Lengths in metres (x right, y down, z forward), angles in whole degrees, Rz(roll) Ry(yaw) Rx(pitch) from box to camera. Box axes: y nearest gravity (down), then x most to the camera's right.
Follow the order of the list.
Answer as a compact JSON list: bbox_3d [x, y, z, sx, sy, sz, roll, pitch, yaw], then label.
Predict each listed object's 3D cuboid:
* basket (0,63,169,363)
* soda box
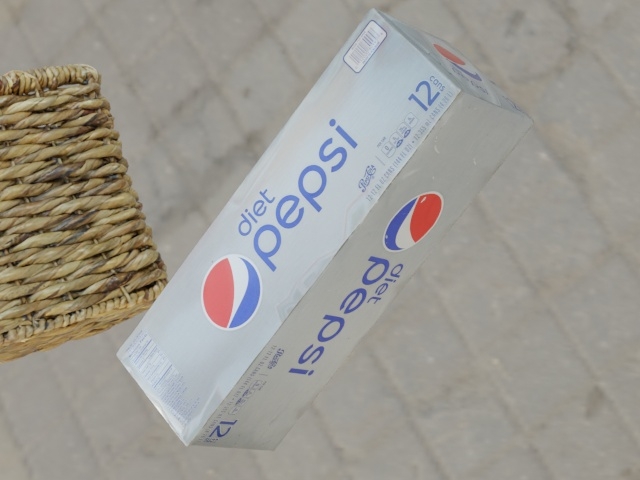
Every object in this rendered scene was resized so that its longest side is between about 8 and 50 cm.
[{"bbox_3d":[-0.314,0.001,1.464,0.213,0.299,0.223,-26,84,54],"label":"basket"},{"bbox_3d":[0.000,0.000,1.098,0.091,0.098,0.286,47,109,31],"label":"soda box"}]
